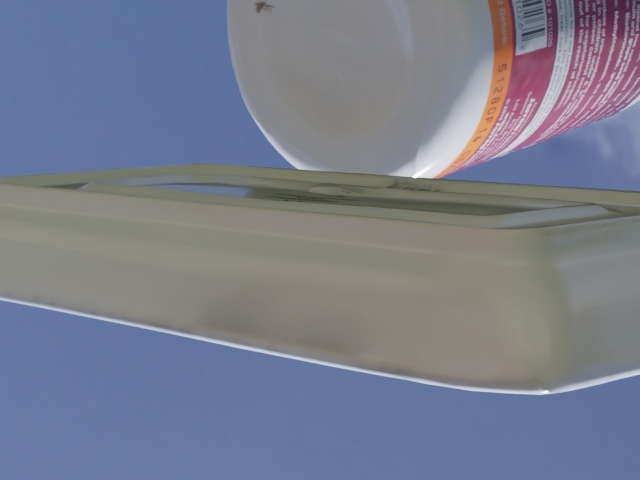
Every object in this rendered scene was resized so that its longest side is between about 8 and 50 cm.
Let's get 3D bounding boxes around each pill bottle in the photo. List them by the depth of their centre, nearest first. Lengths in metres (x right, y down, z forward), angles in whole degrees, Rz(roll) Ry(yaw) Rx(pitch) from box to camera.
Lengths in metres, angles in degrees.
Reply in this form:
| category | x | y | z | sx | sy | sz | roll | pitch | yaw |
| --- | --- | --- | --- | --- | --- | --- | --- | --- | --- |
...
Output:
| category | x | y | z | sx | sy | sz | roll | pitch | yaw |
| --- | --- | --- | --- | --- | --- | --- | --- | --- | --- |
| pill bottle | 0.076 | -0.099 | 0.674 | 0.121 | 0.121 | 0.221 | 23 | -152 | 35 |

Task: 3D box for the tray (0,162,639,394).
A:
| category | x | y | z | sx | sy | sz | roll | pitch | yaw |
| --- | --- | --- | --- | --- | --- | --- | --- | --- | --- |
| tray | 0.000 | 0.000 | 0.445 | 0.270 | 0.145 | 0.030 | 7 | -81 | 47 |
